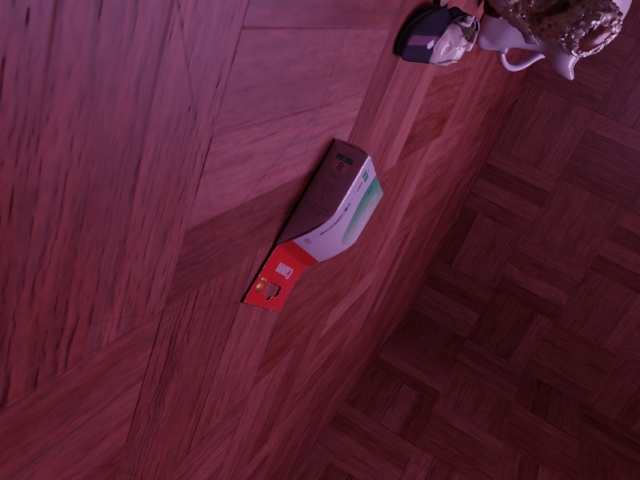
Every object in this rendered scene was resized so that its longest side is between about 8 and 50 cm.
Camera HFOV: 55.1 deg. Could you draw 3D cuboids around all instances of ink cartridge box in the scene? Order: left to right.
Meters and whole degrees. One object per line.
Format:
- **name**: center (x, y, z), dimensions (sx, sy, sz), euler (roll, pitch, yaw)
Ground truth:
- **ink cartridge box**: center (0.000, 0.000, 0.795), dimensions (0.224, 0.056, 0.181), euler (-62, 166, -4)

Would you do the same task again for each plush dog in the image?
- **plush dog**: center (0.372, -0.450, 0.970), dimensions (0.225, 0.262, 0.210), euler (-54, -159, 13)

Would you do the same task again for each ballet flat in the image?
- **ballet flat**: center (0.169, -0.272, 0.820), dimensions (0.203, 0.074, 0.074), euler (-42, 156, -52)

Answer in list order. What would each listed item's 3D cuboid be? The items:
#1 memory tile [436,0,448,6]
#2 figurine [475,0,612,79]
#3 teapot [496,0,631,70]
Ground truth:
- **memory tile**: center (0.180, -0.367, 0.762), dimensions (0.113, 0.012, 0.148), euler (-51, 166, -1)
- **figurine**: center (0.425, -0.427, 1.134), dimensions (0.092, 0.209, 0.215), euler (-38, 154, -57)
- **teapot**: center (0.475, -0.499, 1.229), dimensions (0.187, 0.252, 0.256), euler (7, 75, -35)
